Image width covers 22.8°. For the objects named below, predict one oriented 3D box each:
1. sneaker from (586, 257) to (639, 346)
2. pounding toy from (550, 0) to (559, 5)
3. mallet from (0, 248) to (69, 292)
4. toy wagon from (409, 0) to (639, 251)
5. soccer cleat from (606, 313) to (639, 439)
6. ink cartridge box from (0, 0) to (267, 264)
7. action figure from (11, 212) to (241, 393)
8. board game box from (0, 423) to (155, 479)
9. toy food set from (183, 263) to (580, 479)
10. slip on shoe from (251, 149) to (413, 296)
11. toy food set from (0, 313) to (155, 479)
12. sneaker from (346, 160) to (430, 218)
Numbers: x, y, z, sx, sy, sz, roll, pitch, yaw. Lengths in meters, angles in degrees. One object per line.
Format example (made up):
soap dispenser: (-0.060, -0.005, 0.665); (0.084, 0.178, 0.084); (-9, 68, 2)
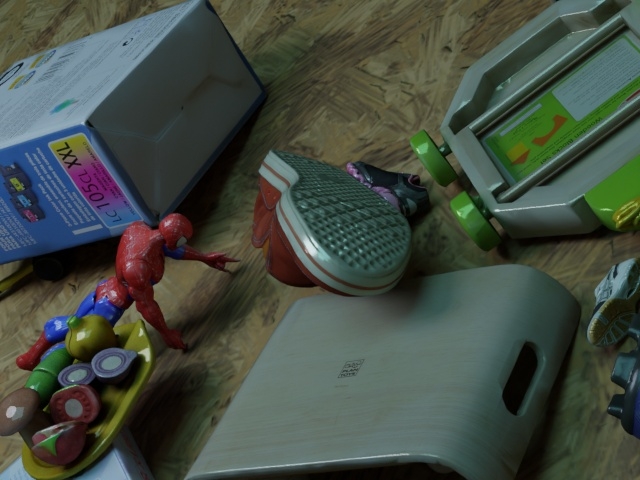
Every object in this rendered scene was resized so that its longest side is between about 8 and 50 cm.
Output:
sneaker: (0.228, 0.051, 1.242); (0.083, 0.032, 0.037); (-53, 21, -25)
pounding toy: (0.320, -0.320, 1.518); (0.206, 0.094, 0.181); (-10, 39, 26)
mallet: (-0.366, 0.044, 1.857); (0.189, 0.039, 0.062); (-27, 34, 29)
toy wagon: (0.228, -0.095, 1.369); (0.267, 0.068, 0.344); (-37, 34, 8)
soccer cleat: (0.305, 0.037, 1.145); (0.121, 0.093, 0.289); (19, 57, 20)
ink cartridge box: (-0.296, -0.111, 1.809); (0.395, 0.151, 0.270); (-10, 30, 37)
action figure: (-0.184, 0.079, 1.591); (0.280, 0.139, 0.091); (-49, 29, 33)
board game box: (-0.261, 0.330, 1.387); (0.318, 0.066, 0.319); (-42, 33, 1)
toy food set: (0.047, 0.136, 1.291); (0.306, 0.092, 0.220); (-11, 32, 37)
slip on shoe: (0.000, 0.000, 1.410); (0.331, 0.123, 0.101); (-130, 56, -72)
toy food set: (-0.237, 0.145, 1.451); (0.128, 0.071, 0.218); (-6, 46, 42)
sneaker: (0.066, -0.049, 1.516); (0.057, 0.047, 0.119); (-25, 31, -14)
